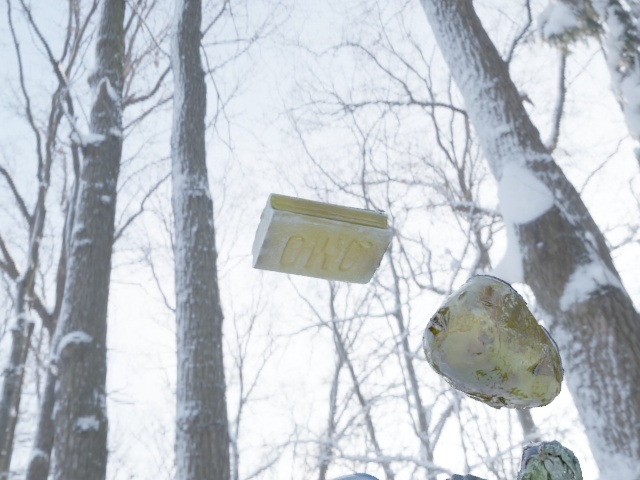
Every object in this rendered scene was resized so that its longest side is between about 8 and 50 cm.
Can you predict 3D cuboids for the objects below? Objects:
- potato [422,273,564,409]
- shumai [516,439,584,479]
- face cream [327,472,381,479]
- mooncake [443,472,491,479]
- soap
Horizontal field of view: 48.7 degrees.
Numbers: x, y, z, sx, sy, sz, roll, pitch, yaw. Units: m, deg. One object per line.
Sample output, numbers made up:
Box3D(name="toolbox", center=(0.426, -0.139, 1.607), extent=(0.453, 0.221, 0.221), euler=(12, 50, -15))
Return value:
Box3D(name="potato", center=(0.337, 0.246, 1.455), extent=(0.300, 0.196, 0.246), euler=(55, -34, -2))
Box3D(name="shumai", center=(0.538, 0.565, 1.670), extent=(0.141, 0.184, 0.184), euler=(-2, -44, 9))
Box3D(name="face cream", center=(-0.002, 0.380, 0.899), extent=(0.263, 0.149, 0.083), euler=(-22, -64, -46))
Box3D(name="mooncake", center=(0.370, 0.675, 1.700), extent=(0.124, 0.228, 0.228), euler=(-28, -30, -41))
Box3D(name="soap", center=(0.000, 0.000, 1.530), extent=(0.274, 0.089, 0.174), euler=(9, -51, -18))
